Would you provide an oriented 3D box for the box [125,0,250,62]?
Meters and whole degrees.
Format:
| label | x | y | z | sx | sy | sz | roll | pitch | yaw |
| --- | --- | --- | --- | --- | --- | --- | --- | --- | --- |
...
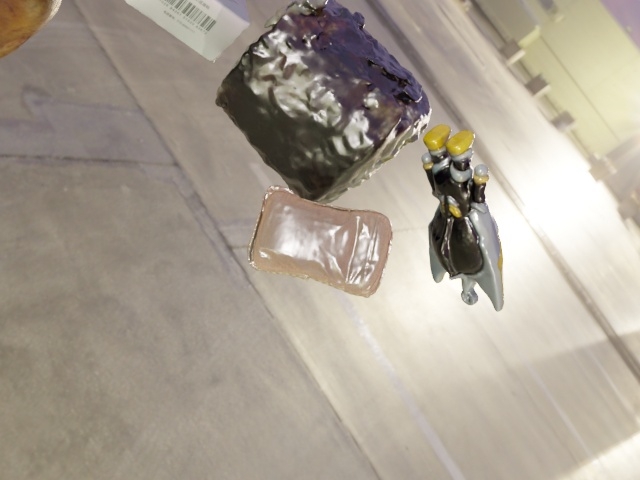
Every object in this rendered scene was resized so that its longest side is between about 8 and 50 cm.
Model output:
| label | x | y | z | sx | sy | sz | roll | pitch | yaw |
| --- | --- | --- | --- | --- | --- | --- | --- | --- | --- |
| box | -0.245 | -0.477 | 1.355 | 0.200 | 0.106 | 0.299 | 31 | 31 | -34 |

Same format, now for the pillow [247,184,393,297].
| label | x | y | z | sx | sy | sz | roll | pitch | yaw |
| --- | --- | --- | --- | --- | --- | --- | --- | --- | --- |
| pillow | 0.000 | 0.003 | 1.140 | 0.211 | 0.135 | 0.034 | 16 | -4 | 8 |

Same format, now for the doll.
| label | x | y | z | sx | sy | sz | roll | pitch | yaw |
| --- | --- | --- | --- | --- | --- | --- | --- | --- | --- |
| doll | 0.222 | -0.030 | 1.218 | 0.103 | 0.146 | 0.316 | -51 | 135 | -45 |

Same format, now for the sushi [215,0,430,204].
| label | x | y | z | sx | sy | sz | roll | pitch | yaw |
| --- | --- | --- | --- | --- | --- | --- | --- | --- | --- |
| sushi | 0.006 | -0.230 | 1.256 | 0.294 | 0.281 | 0.299 | 51 | 11 | -3 |

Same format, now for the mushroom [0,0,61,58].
| label | x | y | z | sx | sy | sz | roll | pitch | yaw |
| --- | --- | --- | --- | --- | --- | --- | --- | --- | --- |
| mushroom | -0.552 | -0.418 | 1.149 | 0.345 | 0.345 | 0.259 | 52 | 6 | -4 |
